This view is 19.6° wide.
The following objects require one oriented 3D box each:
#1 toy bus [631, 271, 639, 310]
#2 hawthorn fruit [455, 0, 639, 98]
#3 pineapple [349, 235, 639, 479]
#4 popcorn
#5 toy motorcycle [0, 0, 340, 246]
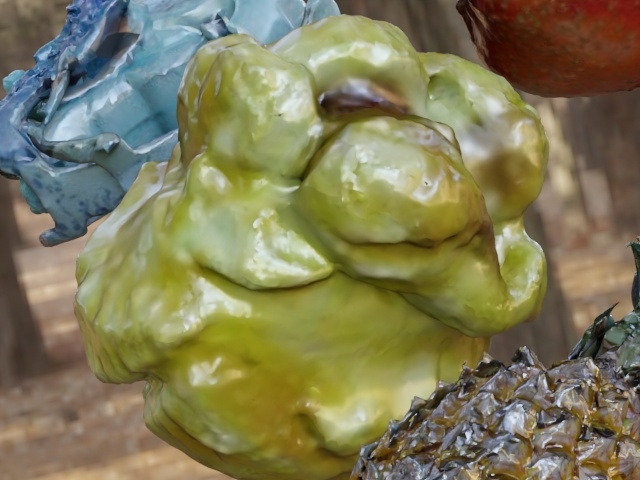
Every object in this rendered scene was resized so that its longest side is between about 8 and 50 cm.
[{"bbox_3d":[0.368,0.076,1.391,0.265,0.121,0.120,21,27,-7],"label":"toy bus"},{"bbox_3d":[0.167,-0.157,1.029,0.194,0.157,0.157,5,4,4],"label":"hawthorn fruit"},{"bbox_3d":[0.098,0.067,0.645,0.221,0.083,0.103,-33,25,-12],"label":"pineapple"},{"bbox_3d":[0.006,-0.001,0.991,0.225,0.276,0.276,31,0,-5],"label":"popcorn"},{"bbox_3d":[-0.108,-0.106,1.273,0.260,0.154,0.206,-37,34,-11],"label":"toy motorcycle"}]
